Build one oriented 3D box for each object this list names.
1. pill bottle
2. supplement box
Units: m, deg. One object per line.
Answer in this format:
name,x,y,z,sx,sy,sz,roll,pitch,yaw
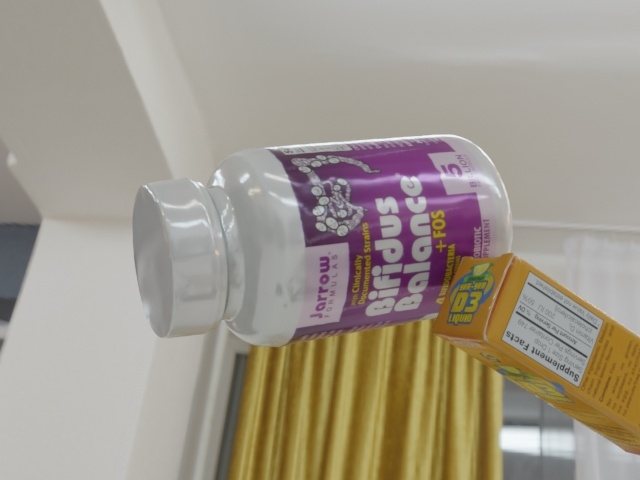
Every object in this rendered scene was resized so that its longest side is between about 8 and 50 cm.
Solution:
pill bottle,0.000,0.000,0.731,0.301,0.169,0.169,-8,-24,-25
supplement box,0.207,0.097,0.688,0.233,0.080,0.078,33,-16,-18
